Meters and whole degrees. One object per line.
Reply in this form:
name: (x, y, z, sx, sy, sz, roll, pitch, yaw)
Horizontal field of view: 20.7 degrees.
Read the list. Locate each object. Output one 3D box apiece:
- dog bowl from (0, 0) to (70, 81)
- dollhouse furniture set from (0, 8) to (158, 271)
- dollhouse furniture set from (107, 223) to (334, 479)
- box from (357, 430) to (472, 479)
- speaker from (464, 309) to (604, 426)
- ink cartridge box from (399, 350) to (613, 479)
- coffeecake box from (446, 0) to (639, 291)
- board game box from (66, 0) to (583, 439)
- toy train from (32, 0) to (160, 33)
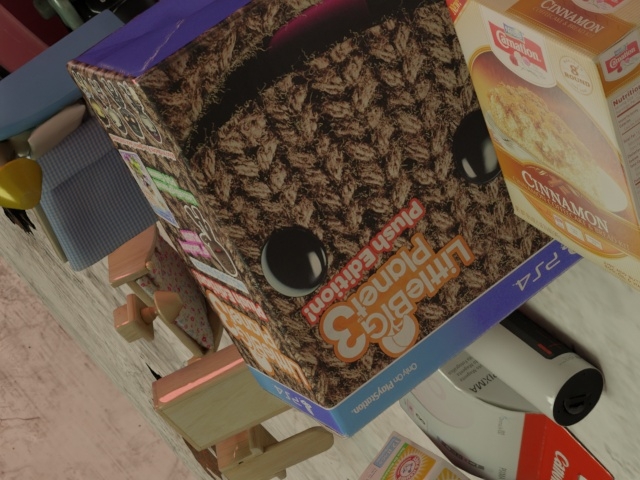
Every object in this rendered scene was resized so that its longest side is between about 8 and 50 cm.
dog bowl: (-0.382, -0.242, 1.671, 0.408, 0.150, 0.408, 49, -173, -8)
dollhouse furniture set: (-0.092, -0.035, 1.417, 0.198, 0.303, 0.286, 44, 161, 36)
dollhouse furniture set: (-0.116, 0.082, 2.230, 0.303, 0.174, 0.355, 51, -161, -41)
box: (0.129, 0.294, 1.715, 0.203, 0.114, 0.103, 39, 172, -26)
speaker: (0.163, 0.093, 1.401, 0.136, 0.055, 0.055, 39, 158, 44)
ink cartridge box: (0.160, 0.180, 1.600, 0.232, 0.066, 0.189, 51, 165, 25)
coffeecake box: (0.159, -0.074, 1.035, 0.142, 0.068, 0.185, 37, 157, 49)
board game box: (0.011, -0.057, 1.201, 0.291, 0.232, 0.141, 60, 163, -23)
toy train: (-0.250, -0.293, 1.663, 0.334, 0.142, 0.190, 50, 173, 17)
